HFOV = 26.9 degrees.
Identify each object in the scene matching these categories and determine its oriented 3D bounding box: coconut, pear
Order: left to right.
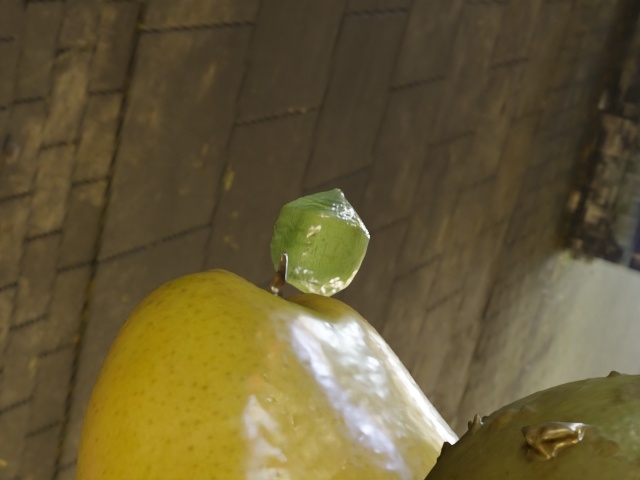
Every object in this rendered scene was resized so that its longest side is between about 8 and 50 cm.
[{"bbox_3d":[-0.019,0.186,0.775,0.285,0.285,0.336,-34,115,-57],"label":"pear"},{"bbox_3d":[0.000,0.000,1.160,0.088,0.088,0.096,45,63,-67],"label":"coconut"}]

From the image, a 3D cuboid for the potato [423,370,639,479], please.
[{"bbox_3d":[0.155,0.193,0.470,0.219,0.359,0.269,-23,115,-11],"label":"potato"}]
